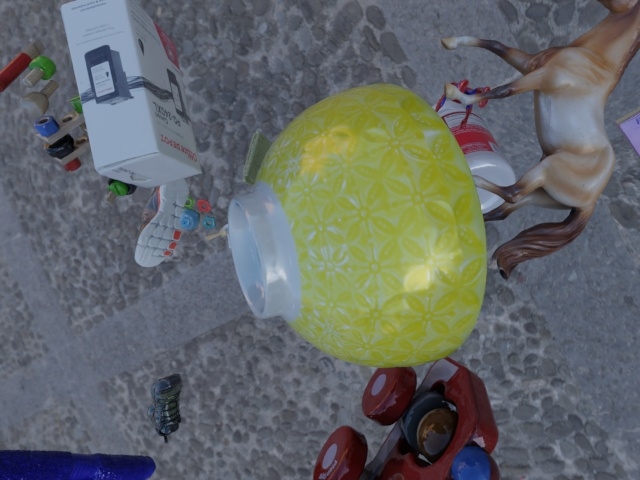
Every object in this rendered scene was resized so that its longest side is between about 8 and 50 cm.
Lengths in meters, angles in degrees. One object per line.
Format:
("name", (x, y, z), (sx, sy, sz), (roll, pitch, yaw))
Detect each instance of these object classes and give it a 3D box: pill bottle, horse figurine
("pill bottle", (0.450, -0.278, 1.446), (0.229, 0.408, 0.229), (-2, 134, -2))
("horse figurine", (0.205, -0.099, 0.412), (0.174, 0.066, 0.263), (-2, 96, 10))

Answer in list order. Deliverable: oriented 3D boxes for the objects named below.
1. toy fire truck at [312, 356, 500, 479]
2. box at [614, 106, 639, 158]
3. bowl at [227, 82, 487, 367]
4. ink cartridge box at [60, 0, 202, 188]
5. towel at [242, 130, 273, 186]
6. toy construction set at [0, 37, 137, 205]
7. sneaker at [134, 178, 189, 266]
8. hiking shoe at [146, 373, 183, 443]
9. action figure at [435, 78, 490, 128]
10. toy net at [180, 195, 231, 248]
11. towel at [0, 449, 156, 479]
("toy fire truck", (0.130, 0.308, 0.589), (0.169, 0.254, 0.302), (36, 86, -7))
("box", (0.787, -0.271, 0.969), (0.213, 0.243, 0.117), (-34, 85, 34))
("bowl", (0.000, 0.000, 0.438), (0.289, 0.156, 0.289), (168, 90, -68))
("ink cartridge box", (-0.175, -0.135, 0.431), (0.063, 0.109, 0.150), (-13, 88, 5))
("towel", (-0.160, -0.209, 1.202), (0.027, 0.110, 0.148), (4, 75, 32))
("toy construction set", (-0.433, -0.276, 0.897), (0.257, 0.237, 0.309), (-14, 137, 35))
("sneaker", (-0.263, -0.032, 0.725), (0.065, 0.061, 0.158), (2, 68, 43))
("hiking shoe", (-0.399, 0.446, 1.187), (0.114, 0.086, 0.227), (51, 135, 29))
("action figure", (0.357, -0.346, 1.166), (0.091, 0.280, 0.139), (22, 112, 2))
("toy net", (-0.316, -0.055, 1.340), (0.232, 0.045, 0.122), (21, 111, -6))
("towel", (-0.458, 0.395, 0.708), (0.227, 0.308, 0.076), (-28, 52, 25))
